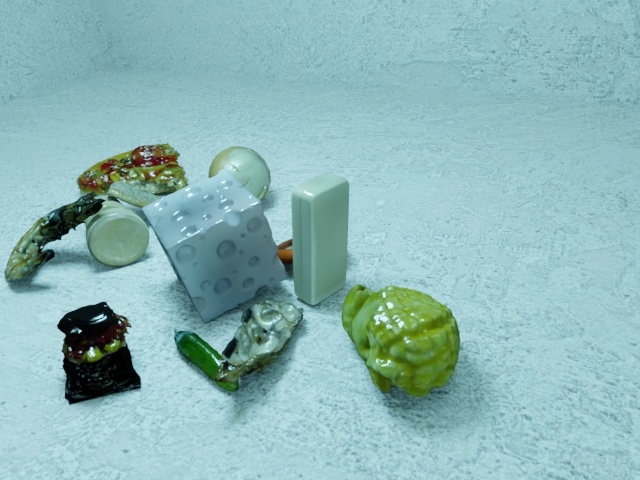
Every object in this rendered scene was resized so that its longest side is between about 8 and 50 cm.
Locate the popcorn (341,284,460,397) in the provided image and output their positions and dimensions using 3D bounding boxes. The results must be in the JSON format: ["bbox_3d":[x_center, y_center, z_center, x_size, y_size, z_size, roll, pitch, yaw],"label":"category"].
[{"bbox_3d":[0.178,0.193,1.144,0.225,0.174,0.286,4,17,-17],"label":"popcorn"}]

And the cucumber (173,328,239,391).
[{"bbox_3d":[-0.255,0.245,1.195,0.056,0.056,0.250,-29,40,-36],"label":"cucumber"}]

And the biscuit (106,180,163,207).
[{"bbox_3d":[-0.587,-0.138,1.774,0.188,0.040,0.265,29,7,24],"label":"biscuit"}]

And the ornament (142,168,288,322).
[{"bbox_3d":[-0.260,0.005,1.378,0.239,0.240,0.239,-28,37,-15],"label":"ornament"}]

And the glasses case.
[{"bbox_3d":[0.000,0.000,1.331,0.070,0.313,0.131,28,42,36],"label":"glasses case"}]

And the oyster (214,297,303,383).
[{"bbox_3d":[-0.138,0.217,1.200,0.128,0.079,0.345,23,26,9],"label":"oyster"}]

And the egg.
[{"bbox_3d":[-0.270,-0.211,1.828,0.200,0.201,0.244,-13,20,-16],"label":"egg"}]

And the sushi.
[{"bbox_3d":[-0.473,0.215,1.170,0.152,0.151,0.172,-11,31,-13],"label":"sushi"}]

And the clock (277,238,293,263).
[{"bbox_3d":[-0.035,0.021,1.518,0.205,0.052,0.205,-14,12,3],"label":"clock"}]

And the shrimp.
[{"bbox_3d":[-0.731,-0.002,1.511,0.364,0.071,0.233,-25,41,21],"label":"shrimp"}]

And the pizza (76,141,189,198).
[{"bbox_3d":[-0.617,-0.265,2.019,0.405,0.130,0.440,14,35,30],"label":"pizza"}]

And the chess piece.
[{"bbox_3d":[-0.622,-0.053,1.643,0.166,0.167,0.299,-18,30,-24],"label":"chess piece"}]
